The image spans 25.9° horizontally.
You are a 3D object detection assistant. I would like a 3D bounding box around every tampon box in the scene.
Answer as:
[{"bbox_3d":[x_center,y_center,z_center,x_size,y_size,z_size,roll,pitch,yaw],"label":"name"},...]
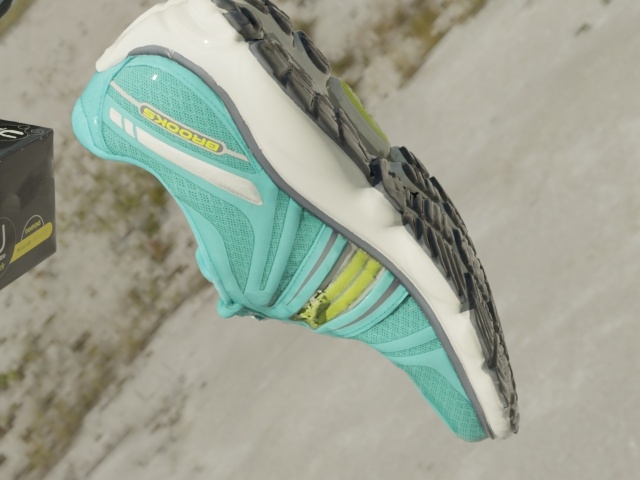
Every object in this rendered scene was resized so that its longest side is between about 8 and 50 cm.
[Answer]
[{"bbox_3d":[-0.287,-0.029,0.992,0.120,0.161,0.101,-45,-38,-60],"label":"tampon box"}]

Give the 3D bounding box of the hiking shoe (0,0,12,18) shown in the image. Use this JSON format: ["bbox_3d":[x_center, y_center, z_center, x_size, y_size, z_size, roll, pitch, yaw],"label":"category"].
[{"bbox_3d":[-0.350,-0.361,1.344,0.132,0.304,0.113,14,-18,-42],"label":"hiking shoe"}]

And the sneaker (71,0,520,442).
[{"bbox_3d":[0.000,0.000,0.655,0.110,0.275,0.107,-34,25,19],"label":"sneaker"}]
